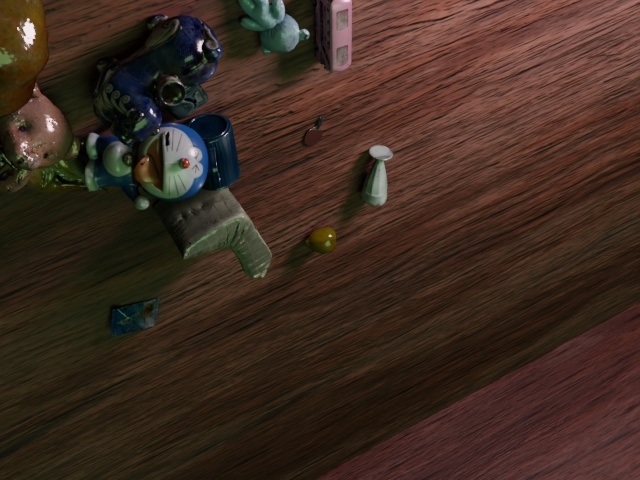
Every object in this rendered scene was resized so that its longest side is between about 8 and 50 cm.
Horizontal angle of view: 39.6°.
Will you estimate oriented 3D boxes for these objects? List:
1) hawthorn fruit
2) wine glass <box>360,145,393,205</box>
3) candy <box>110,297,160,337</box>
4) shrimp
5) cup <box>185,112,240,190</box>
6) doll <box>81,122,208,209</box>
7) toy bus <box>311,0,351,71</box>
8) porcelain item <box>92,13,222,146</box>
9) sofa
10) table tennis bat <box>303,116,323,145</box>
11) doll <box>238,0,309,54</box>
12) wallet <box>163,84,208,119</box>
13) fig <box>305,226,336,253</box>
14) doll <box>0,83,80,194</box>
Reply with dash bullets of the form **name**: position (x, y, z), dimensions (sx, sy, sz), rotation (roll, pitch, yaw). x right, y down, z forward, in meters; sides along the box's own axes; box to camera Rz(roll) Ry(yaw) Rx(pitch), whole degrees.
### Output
- **hawthorn fruit**: position (-0.610, -0.336, 1.467), dimensions (0.300, 0.268, 0.268), rotation (3, 128, -28)
- **wine glass**: position (0.150, -0.172, 2.354), dimensions (0.073, 0.073, 0.155), rotation (-15, 134, -25)
- **candy**: position (-0.477, 0.198, 2.294), dimensions (0.136, 0.038, 0.088), rotation (-13, 123, -37)
- **shrimp**: position (-0.543, -0.140, 1.884), dimensions (0.217, 0.051, 0.115), rotation (21, 120, -45)
- **cup**: position (-0.234, -0.192, 1.984), dimensions (0.113, 0.150, 0.138), rotation (-29, 140, -23)
- **doll**: position (-0.363, -0.169, 1.849), dimensions (0.256, 0.215, 0.161), rotation (-2, 174, 0)
- **toy bus**: position (0.026, -0.465, 1.943), dimensions (0.063, 0.090, 0.203), rotation (-22, 141, -18)
- **porcelain item**: position (-0.321, -0.320, 1.759), dimensions (0.288, 0.186, 0.138), rotation (-36, 140, -2)
- **sofa**: position (-0.248, -0.013, 2.109), dimensions (0.176, 0.210, 0.225), rotation (-34, 143, -5)
- **table tennis bat**: position (-0.013, -0.266, 2.183), dimensions (0.050, 0.007, 0.083), rotation (0, 131, -36)
- **doll**: position (-0.108, -0.472, 1.865), dimensions (0.120, 0.075, 0.180), rotation (-12, 130, 32)
- **wallet**: position (-0.285, -0.295, 1.891), dimensions (0.088, 0.026, 0.129), rotation (-33, 171, 0)
- **fig**: position (0.000, 0.000, 2.416), dimensions (0.087, 0.074, 0.074), rotation (-9, 136, -10)
- **doll**: position (-0.623, -0.161, 1.714), dimensions (0.303, 0.156, 0.201), rotation (-35, 128, -1)
